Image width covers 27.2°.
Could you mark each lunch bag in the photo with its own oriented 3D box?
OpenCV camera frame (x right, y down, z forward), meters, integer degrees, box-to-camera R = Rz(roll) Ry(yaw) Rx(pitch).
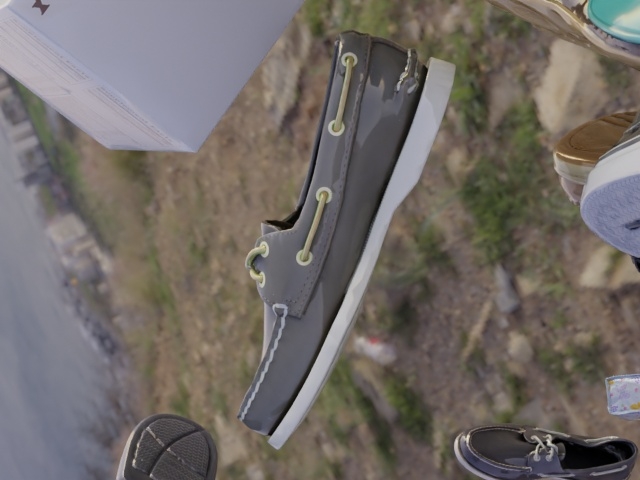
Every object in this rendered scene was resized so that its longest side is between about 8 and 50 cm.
[{"bbox_3d":[0.363,0.170,1.458,0.071,0.083,0.053,28,-121,-62],"label":"lunch bag"}]

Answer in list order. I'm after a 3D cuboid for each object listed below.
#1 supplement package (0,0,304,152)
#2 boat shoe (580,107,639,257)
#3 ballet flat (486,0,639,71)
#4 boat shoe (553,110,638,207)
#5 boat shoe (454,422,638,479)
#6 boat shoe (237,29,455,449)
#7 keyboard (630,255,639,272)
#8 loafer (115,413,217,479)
[{"bbox_3d":[-0.173,-0.214,1.193,0.198,0.199,0.263,38,168,-22],"label":"supplement package"},{"bbox_3d":[0.282,-0.083,0.763,0.121,0.119,0.335,35,153,-24],"label":"boat shoe"},{"bbox_3d":[0.155,-0.120,0.641,0.073,0.080,0.232,35,-174,-30],"label":"ballet flat"},{"bbox_3d":[0.312,-0.039,1.052,0.122,0.341,0.110,24,113,47],"label":"boat shoe"},{"bbox_3d":[0.251,0.229,1.455,0.065,0.206,0.075,115,161,-50],"label":"boat shoe"},{"bbox_3d":[0.000,0.000,0.953,0.091,0.305,0.109,22,-175,-3],"label":"boat shoe"},{"bbox_3d":[0.338,0.029,1.293,0.108,0.023,0.180,44,168,48],"label":"keyboard"},{"bbox_3d":[-0.154,0.270,1.066,0.109,0.302,0.095,23,125,-3],"label":"loafer"}]
